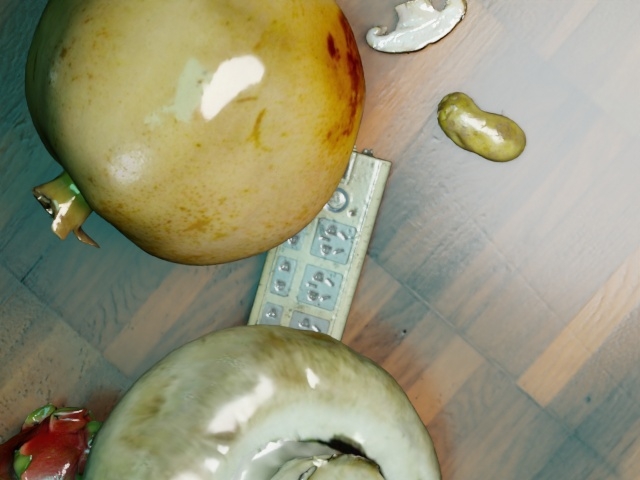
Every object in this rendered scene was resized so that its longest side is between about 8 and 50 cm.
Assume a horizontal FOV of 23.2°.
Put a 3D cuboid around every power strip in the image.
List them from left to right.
[{"bbox_3d":[0.000,0.000,1.488,0.092,0.034,0.268,17,96,7],"label":"power strip"}]

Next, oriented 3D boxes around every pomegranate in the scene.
[{"bbox_3d":[-0.121,-0.121,1.374,0.319,0.319,0.319,0,93,8],"label":"pomegranate"}]

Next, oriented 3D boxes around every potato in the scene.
[{"bbox_3d":[0.148,-0.104,1.458,0.092,0.046,0.045,28,61,-4],"label":"potato"}]

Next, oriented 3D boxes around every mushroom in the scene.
[{"bbox_3d":[-0.044,0.241,1.368,0.260,0.352,0.352,-12,92,52],"label":"mushroom"},{"bbox_3d":[0.092,-0.203,1.472,0.101,0.019,0.049,-19,91,7],"label":"mushroom"}]

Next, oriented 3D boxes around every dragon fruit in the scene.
[{"bbox_3d":[-0.276,0.238,1.499,0.235,0.135,0.137,-14,98,26],"label":"dragon fruit"}]
